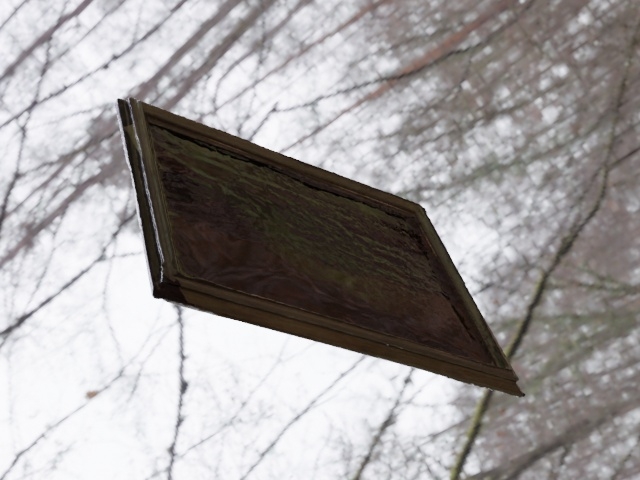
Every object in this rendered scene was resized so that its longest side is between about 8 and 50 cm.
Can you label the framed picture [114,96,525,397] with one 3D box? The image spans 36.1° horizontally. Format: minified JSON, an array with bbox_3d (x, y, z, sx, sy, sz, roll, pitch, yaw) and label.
[{"bbox_3d":[0.000,0.000,0.610,0.252,0.014,0.197,18,-150,-30],"label":"framed picture"}]
